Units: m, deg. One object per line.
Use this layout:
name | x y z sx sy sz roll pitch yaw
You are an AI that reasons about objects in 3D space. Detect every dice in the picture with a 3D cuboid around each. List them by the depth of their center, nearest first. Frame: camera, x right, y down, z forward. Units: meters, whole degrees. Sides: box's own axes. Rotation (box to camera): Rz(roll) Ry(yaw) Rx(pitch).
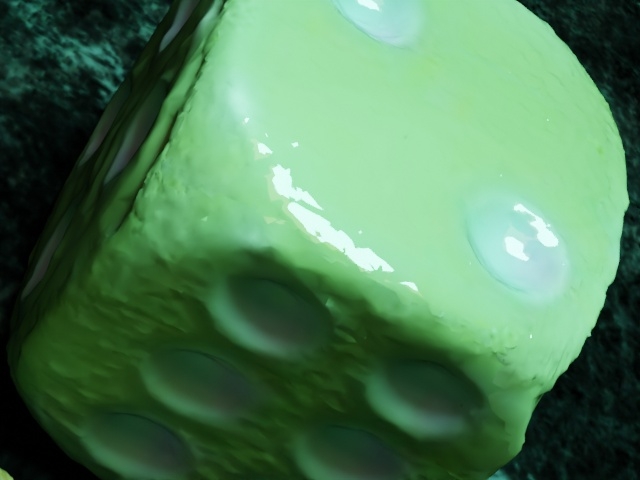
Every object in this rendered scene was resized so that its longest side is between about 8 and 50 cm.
dice | 0.000 0.000 0.973 0.254 0.252 0.249 27 47 -14

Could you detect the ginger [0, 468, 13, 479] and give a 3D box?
ginger | -0.274 0.223 0.730 0.363 0.122 0.348 8 56 -37
